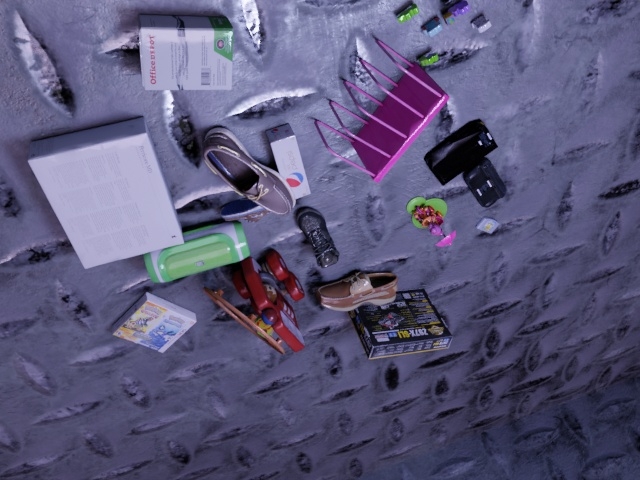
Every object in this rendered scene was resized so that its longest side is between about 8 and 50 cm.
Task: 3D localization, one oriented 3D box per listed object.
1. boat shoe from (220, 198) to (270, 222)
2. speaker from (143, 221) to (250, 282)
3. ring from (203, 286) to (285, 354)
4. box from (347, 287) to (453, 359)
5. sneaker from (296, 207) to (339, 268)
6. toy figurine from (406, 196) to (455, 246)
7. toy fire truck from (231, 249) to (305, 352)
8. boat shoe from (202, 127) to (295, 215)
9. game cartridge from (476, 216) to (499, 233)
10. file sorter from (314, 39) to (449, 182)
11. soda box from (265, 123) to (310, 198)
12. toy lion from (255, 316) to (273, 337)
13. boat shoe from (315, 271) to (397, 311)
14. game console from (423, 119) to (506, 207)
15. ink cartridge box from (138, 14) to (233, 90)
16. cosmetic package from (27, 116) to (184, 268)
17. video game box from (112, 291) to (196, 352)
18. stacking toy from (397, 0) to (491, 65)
[{"bbox_3d":[-0.205,-0.086,1.702,0.183,0.066,0.066,-15,135,-8],"label":"boat shoe"},{"bbox_3d":[-0.367,0.033,1.706,0.297,0.131,0.131,-16,134,-7],"label":"speaker"},{"bbox_3d":[-0.241,0.251,1.837,0.032,0.337,0.336,-51,135,-14],"label":"ring"},{"bbox_3d":[0.286,0.301,2.110,0.322,0.257,0.079,-4,132,-19],"label":"box"},{"bbox_3d":[0.000,0.000,1.819,0.087,0.130,0.227,-26,132,0],"label":"sneaker"},{"bbox_3d":[0.381,-0.053,1.898,0.173,0.159,0.130,28,116,-37],"label":"toy figurine"},{"bbox_3d":[-0.151,0.197,1.846,0.169,0.254,0.302,-29,134,5],"label":"toy fire truck"},{"bbox_3d":[-0.194,-0.167,1.565,0.117,0.096,0.324,-30,123,25],"label":"boat shoe"},{"bbox_3d":[0.613,-0.058,2.085,0.083,0.017,0.056,16,119,-32],"label":"game cartridge"},{"bbox_3d":[0.146,-0.348,1.512,0.182,0.202,0.290,23,119,-34],"label":"file sorter"},{"bbox_3d":[-0.090,-0.219,1.627,0.074,0.069,0.216,-19,135,-4],"label":"soda box"},{"bbox_3d":[-0.200,0.314,2.091,0.096,0.034,0.100,22,120,-27],"label":"toy lion"},{"bbox_3d":[0.135,0.165,2.038,0.324,0.122,0.119,-4,127,-29],"label":"boat shoe"},{"bbox_3d":[0.502,-0.222,1.877,0.213,0.044,0.361,-35,133,13],"label":"game console"},{"bbox_3d":[-0.314,-0.436,1.330,0.208,0.087,0.153,-5,132,-19],"label":"ink cartridge box"},{"bbox_3d":[-0.551,-0.117,1.518,0.285,0.097,0.377,-13,134,-8],"label":"cosmetic package"},{"bbox_3d":[-0.552,0.278,1.907,0.187,0.048,0.205,-44,131,16],"label":"video game box"},{"bbox_3d":[0.324,-0.578,1.485,0.221,0.052,0.167,-31,132,10],"label":"stacking toy"}]
